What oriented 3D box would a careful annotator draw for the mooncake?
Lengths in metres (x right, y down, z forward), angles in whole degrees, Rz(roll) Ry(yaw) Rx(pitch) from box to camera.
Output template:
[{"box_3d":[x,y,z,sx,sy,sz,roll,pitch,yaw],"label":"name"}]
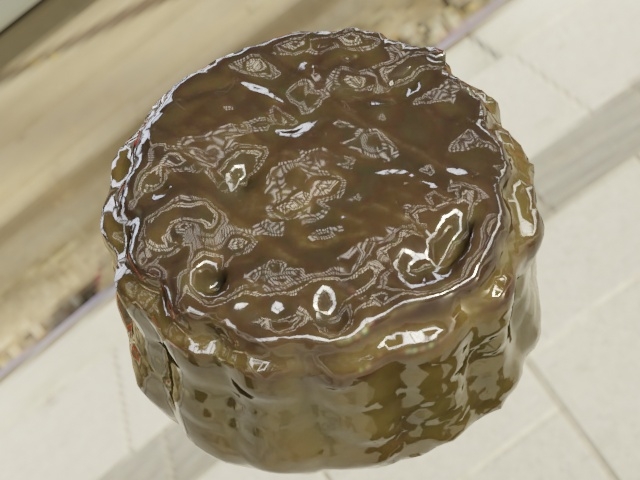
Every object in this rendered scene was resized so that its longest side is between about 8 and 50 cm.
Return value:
[{"box_3d":[0.001,0.002,1.208,0.324,0.187,0.324,-3,55,4],"label":"mooncake"}]
